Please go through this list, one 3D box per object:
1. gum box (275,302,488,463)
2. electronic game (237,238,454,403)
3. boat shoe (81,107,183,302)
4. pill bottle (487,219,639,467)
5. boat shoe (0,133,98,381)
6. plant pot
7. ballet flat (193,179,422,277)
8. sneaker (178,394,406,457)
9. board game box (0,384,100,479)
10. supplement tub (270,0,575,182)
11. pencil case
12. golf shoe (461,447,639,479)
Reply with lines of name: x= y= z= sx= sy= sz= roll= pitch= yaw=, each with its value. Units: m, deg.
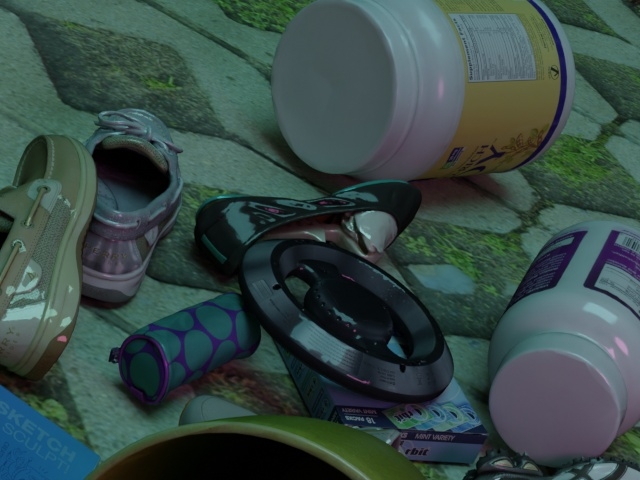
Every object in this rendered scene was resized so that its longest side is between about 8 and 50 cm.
gum box: x=0.053 y=0.135 z=1.513 sx=0.157 sy=0.041 sz=0.184 roll=8 pitch=31 yaw=-28
electronic game: x=0.025 y=0.073 z=1.499 sx=0.229 sy=0.048 sz=0.229 roll=26 pitch=24 yaw=-12
boat shoe: x=-0.193 y=-0.058 z=1.588 sx=0.118 sy=0.103 sz=0.320 roll=21 pitch=28 yaw=-5
pill bottle: x=0.264 y=0.105 z=1.596 sx=0.169 sy=0.169 sz=0.301 roll=29 pitch=28 yaw=8
boat shoe: x=-0.269 y=-0.006 z=1.413 sx=0.098 sy=0.109 sz=0.302 roll=26 pitch=34 yaw=-23
plant pot: x=-0.012 y=0.232 z=1.095 sx=0.274 sy=0.275 sz=0.293 roll=31 pitch=13 yaw=12
ballet flat: x=0.000 y=0.000 z=1.667 sx=0.280 sy=0.095 sz=0.096 roll=-7 pitch=50 yaw=-29
sneaker: x=0.008 y=0.184 z=1.306 sx=0.262 sy=0.121 sz=0.099 roll=30 pitch=27 yaw=10
board game box: x=-0.327 y=0.143 z=1.091 sx=0.316 sy=0.064 sz=0.242 roll=37 pitch=26 yaw=-9
supplement tub: x=0.127 y=-0.192 z=1.926 sx=0.331 sy=0.241 sz=0.241 roll=-8 pitch=42 yaw=-45
pencil case: x=-0.117 y=0.095 z=1.416 sx=0.064 sy=0.070 sz=0.151 roll=38 pitch=30 yaw=19
golf shoe: x=0.224 y=0.247 z=1.433 sx=0.198 sy=0.077 sz=0.094 roll=5 pitch=44 yaw=-20
